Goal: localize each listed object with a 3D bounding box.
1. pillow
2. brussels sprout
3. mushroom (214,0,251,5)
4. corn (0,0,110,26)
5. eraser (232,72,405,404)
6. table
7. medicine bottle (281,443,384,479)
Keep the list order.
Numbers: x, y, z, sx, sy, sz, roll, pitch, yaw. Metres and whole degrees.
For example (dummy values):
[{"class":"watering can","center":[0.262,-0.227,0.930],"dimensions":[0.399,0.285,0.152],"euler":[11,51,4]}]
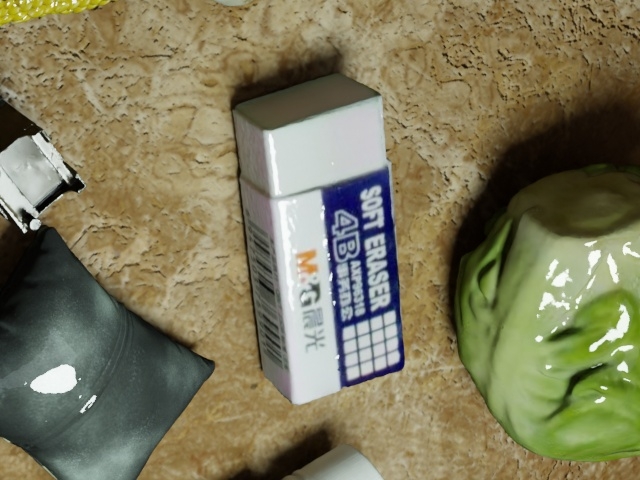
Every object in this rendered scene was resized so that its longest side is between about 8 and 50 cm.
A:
[{"class":"pillow","center":[-0.214,0.124,1.695],"dimensions":[0.250,0.106,0.186],"euler":[42,77,-39]},{"class":"brussels sprout","center":[0.298,0.078,1.924],"dimensions":[0.328,0.247,0.328],"euler":[-16,120,-30]},{"class":"mushroom","center":[-0.068,-0.243,1.664],"dimensions":[0.085,0.085,0.079],"euler":[-62,156,4]},{"class":"corn","center":[-0.221,-0.232,1.543],"dimensions":[0.318,0.115,0.115],"euler":[-15,117,-30]},{"class":"eraser","center":[0.000,0.000,1.792],"dimensions":[0.130,0.086,0.287],"euler":[-19,119,-24]},{"class":"table","center":[-0.256,-0.060,1.604],"dimensions":[0.070,0.082,0.083],"euler":[-42,126,-12]},{"class":"medicine bottle","center":[-0.043,0.305,1.862],"dimensions":[0.237,0.139,0.139],"euler":[-32,123,-20]}]
